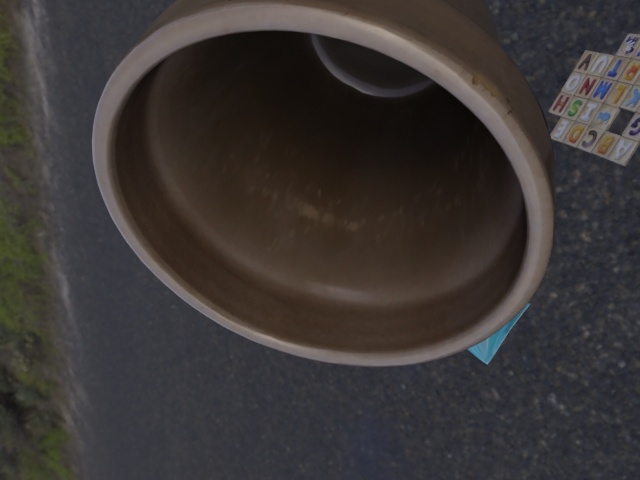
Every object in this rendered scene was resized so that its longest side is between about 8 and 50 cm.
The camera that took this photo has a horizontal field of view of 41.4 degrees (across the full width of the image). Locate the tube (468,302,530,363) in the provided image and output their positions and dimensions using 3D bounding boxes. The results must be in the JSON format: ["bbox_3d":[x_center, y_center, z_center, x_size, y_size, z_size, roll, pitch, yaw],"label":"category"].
[{"bbox_3d":[0.113,0.048,0.908,0.207,0.080,0.052,31,165,26],"label":"tube"}]

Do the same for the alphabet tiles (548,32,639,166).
[{"bbox_3d":[0.450,-0.229,1.311,0.198,0.009,0.237,-60,25,8],"label":"alphabet tiles"}]

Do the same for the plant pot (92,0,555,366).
[{"bbox_3d":[0.025,-0.086,0.544,0.263,0.229,0.263,11,136,11],"label":"plant pot"}]
